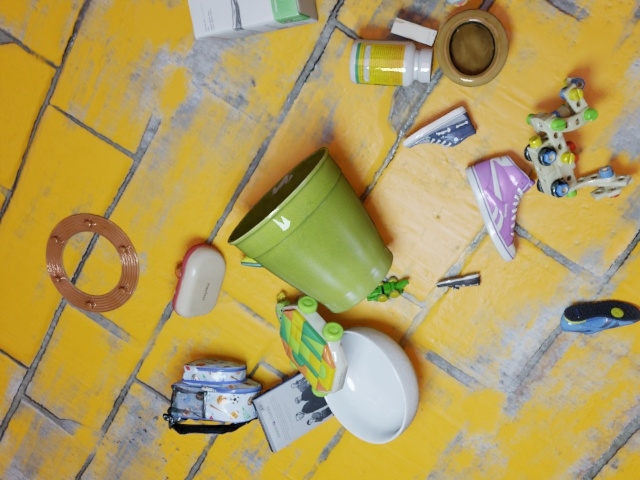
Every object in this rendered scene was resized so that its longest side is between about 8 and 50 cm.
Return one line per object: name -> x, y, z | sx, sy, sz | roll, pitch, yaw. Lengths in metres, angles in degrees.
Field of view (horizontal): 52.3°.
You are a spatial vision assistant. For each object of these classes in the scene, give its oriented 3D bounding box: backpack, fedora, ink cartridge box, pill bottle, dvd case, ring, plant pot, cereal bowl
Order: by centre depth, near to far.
fedora -> 0.390, -0.491, 1.677 | 0.194, 0.079, 0.194 | 2, 98, 15
ink cartridge box -> -0.174, -0.612, 1.711 | 0.289, 0.211, 0.121 | -7, 103, 15
pill bottle -> 0.188, -0.465, 1.711 | 0.208, 0.117, 0.118 | 6, 105, 12
plant pot -> 0.000, 0.000, 1.775 | 0.366, 0.366, 0.353 | -39, 104, 19
cereal bowl -> 0.156, 0.404, 1.893 | 0.339, 0.141, 0.339 | 16, 113, 43
dvd case -> -0.077, 0.506, 1.981 | 0.029, 0.238, 0.179 | -4, 109, 60
backpack -> -0.310, 0.472, 2.008 | 0.263, 0.276, 0.213 | 11, 93, 7
ring -> -0.749, 0.080, 2.119 | 0.336, 0.032, 0.337 | 4, 105, 13

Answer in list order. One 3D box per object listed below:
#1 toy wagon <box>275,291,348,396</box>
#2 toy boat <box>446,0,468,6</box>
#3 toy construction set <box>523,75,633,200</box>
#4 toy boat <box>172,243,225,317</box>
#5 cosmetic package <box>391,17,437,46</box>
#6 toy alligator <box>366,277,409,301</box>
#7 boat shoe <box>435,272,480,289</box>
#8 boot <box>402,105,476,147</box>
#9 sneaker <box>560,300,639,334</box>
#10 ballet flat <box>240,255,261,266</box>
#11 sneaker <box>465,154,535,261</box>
toy wagon -> -0.045, 0.285, 1.887 | 0.344, 0.068, 0.267 | 44, 140, 34
toy boat -> 0.407, -0.713, 1.580 | 0.267, 0.148, 0.318 | 32, 108, 4
toy construction set -> 0.641, -0.230, 1.656 | 0.215, 0.151, 0.328 | -35, 102, -8
toy boat -> -0.392, 0.113, 2.001 | 0.151, 0.151, 0.231 | 32, 112, 35
cosmetic package -> 0.247, -0.545, 1.708 | 0.115, 0.060, 0.041 | 21, 106, 6
toy alligator -> 0.176, 0.158, 1.908 | 0.189, 0.056, 0.051 | -21, 139, 17
boat shoe -> 0.391, 0.122, 1.849 | 0.125, 0.046, 0.038 | -13, 96, 8
boot -> 0.320, -0.278, 1.751 | 0.190, 0.069, 0.086 | -29, 93, 17
sneaker -> 0.762, 0.217, 1.780 | 0.209, 0.069, 0.082 | -5, 136, 6
ballet flat -> -0.123, 0.053, 1.948 | 0.231, 0.077, 0.077 | 8, 84, 9
sneaker -> 0.508, -0.089, 1.739 | 0.161, 0.102, 0.282 | -20, 98, 14
